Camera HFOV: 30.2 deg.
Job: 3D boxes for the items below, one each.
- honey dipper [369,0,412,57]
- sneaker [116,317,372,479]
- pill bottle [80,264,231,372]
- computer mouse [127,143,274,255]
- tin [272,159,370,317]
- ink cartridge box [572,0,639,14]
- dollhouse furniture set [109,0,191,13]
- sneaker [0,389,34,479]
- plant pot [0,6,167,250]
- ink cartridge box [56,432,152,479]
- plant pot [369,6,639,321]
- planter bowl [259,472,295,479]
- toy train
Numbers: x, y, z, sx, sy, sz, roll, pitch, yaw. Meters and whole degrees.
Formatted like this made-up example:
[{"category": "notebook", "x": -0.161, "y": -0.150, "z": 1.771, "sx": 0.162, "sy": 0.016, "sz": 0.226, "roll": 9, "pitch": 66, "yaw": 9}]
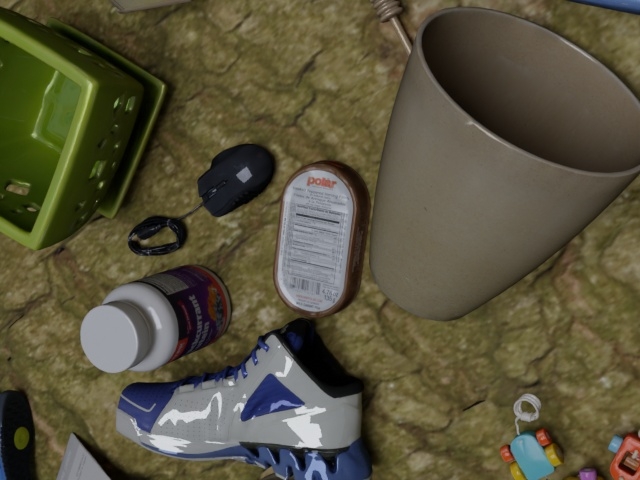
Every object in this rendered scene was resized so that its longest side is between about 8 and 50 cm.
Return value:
[{"category": "honey dipper", "x": 0.101, "y": -0.212, "z": 1.322, "sx": 0.030, "sy": 0.030, "sz": 0.160, "roll": -29, "pitch": 88, "yaw": 27}, {"category": "sneaker", "x": -0.078, "y": 0.176, "z": 1.430, "sx": 0.315, "sy": 0.127, "sz": 0.182, "roll": 9, "pitch": 99, "yaw": 17}, {"category": "pill bottle", "x": -0.198, "y": 0.097, "z": 1.423, "sx": 0.108, "sy": 0.193, "sz": 0.108, "roll": 5, "pitch": 101, "yaw": 25}, {"category": "computer mouse", "x": -0.155, "y": -0.045, "z": 1.465, "sx": 0.242, "sy": 0.041, "sz": 0.071, "roll": -34, "pitch": 84, "yaw": 27}, {"category": "tin", "x": 0.000, "y": 0.000, "z": 1.402, "sx": 0.106, "sy": 0.040, "sz": 0.189, "roll": 11, "pitch": 103, "yaw": 19}, {"category": "ink cartridge box", "x": 0.345, "y": -0.345, "z": 1.117, "sx": 0.395, "sy": 0.151, "sz": 0.270, "roll": 16, "pitch": 105, "yaw": 24}, {"category": "dollhouse furniture set", "x": -0.215, "y": -0.415, "z": 1.381, "sx": 0.212, "sy": 0.161, "sz": 0.242, "roll": -3, "pitch": 67, "yaw": 29}, {"category": "sneaker", "x": -0.445, "y": 0.310, "z": 1.649, "sx": 0.082, "sy": 0.069, "sz": 0.209, "roll": 2, "pitch": 100, "yaw": 29}, {"category": "plant pot", "x": -0.330, "y": -0.146, "z": 1.439, "sx": 0.228, "sy": 0.207, "sz": 0.227, "roll": 31, "pitch": 110, "yaw": 18}, {"category": "ink cartridge box", "x": -0.292, "y": 0.450, "z": 1.602, "sx": 0.261, "sy": 0.066, "sz": 0.296, "roll": 38, "pitch": 115, "yaw": 43}, {"category": "plant pot", "x": 0.162, "y": -0.052, "z": 1.220, "sx": 0.256, "sy": 0.256, "sz": 0.274, "roll": 38, "pitch": 130, "yaw": 15}, {"category": "planter bowl", "x": -0.052, "y": 0.376, "z": 1.449, "sx": 0.162, "sy": 0.109, "sz": 0.162, "roll": 4, "pitch": 100, "yaw": 25}, {"category": "toy train", "x": 0.284, "y": 0.233, "z": 1.301, "sx": 0.166, "sy": 0.046, "sz": 0.125, "roll": 23, "pitch": 107, "yaw": 17}]
